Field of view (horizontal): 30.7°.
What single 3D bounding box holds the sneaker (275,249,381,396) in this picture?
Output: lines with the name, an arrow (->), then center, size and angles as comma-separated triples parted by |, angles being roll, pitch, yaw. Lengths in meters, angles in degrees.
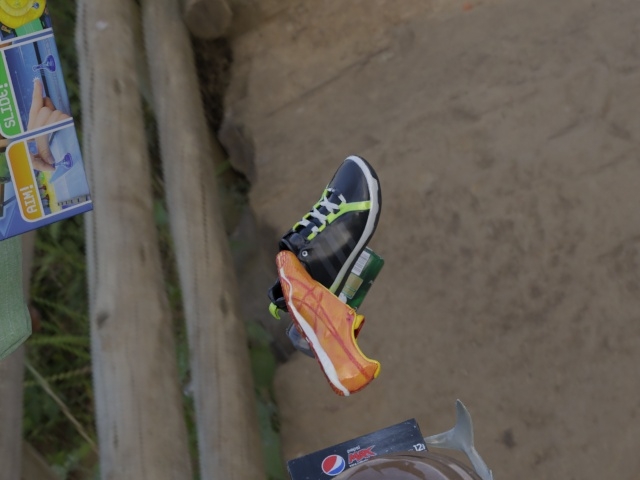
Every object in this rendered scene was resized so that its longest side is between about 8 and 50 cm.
sneaker -> 0.006, 0.081, 1.230 | 0.067, 0.064, 0.175 | -29, 71, -7

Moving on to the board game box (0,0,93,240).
board game box -> -0.208, -0.089, 0.621 | 0.136, 0.201, 0.035 | -21, 31, -25

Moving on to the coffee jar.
coffee jar -> 0.019, 0.089, 1.743 | 0.184, 0.079, 0.096 | -59, 2, -3

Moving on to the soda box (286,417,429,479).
soda box -> 0.048, 0.278, 1.424 | 0.169, 0.053, 0.060 | -18, 46, -5

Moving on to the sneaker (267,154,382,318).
sneaker -> 0.000, 0.000, 1.503 | 0.084, 0.097, 0.234 | 33, 107, 47

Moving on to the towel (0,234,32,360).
towel -> -0.295, 0.105, 0.781 | 0.038, 0.248, 0.325 | 23, 50, 9

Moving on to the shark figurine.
shark figurine -> 0.211, 0.363, 1.531 | 0.166, 0.116, 0.278 | 17, 61, -8

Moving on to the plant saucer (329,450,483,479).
plant saucer -> 0.047, 0.315, 1.101 | 0.278, 0.041, 0.278 | -27, 37, 23
